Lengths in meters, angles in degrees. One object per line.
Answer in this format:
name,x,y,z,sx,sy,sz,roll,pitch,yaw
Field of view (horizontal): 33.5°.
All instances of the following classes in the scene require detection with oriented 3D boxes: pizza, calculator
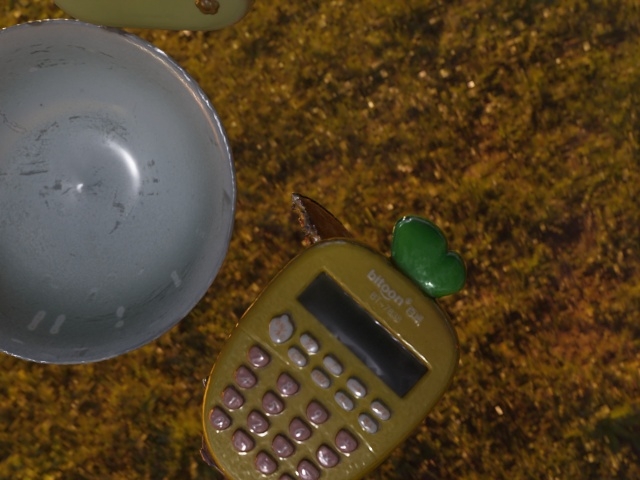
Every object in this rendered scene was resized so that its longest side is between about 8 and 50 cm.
pizza,-0.005,-0.013,1.179,0.029,0.099,0.100,-33,12,23
calculator,0.013,0.084,0.754,0.146,0.032,0.235,43,95,8

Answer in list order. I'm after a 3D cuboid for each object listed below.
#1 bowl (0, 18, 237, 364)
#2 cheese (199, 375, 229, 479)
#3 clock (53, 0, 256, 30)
bowl,-0.321,-0.066,1.407,0.435,0.435,0.196,-33,6,2
cheese,-0.074,0.251,1.363,0.286,0.189,0.074,51,128,57
clock,-0.182,-0.353,1.024,0.235,0.308,0.096,8,45,18
